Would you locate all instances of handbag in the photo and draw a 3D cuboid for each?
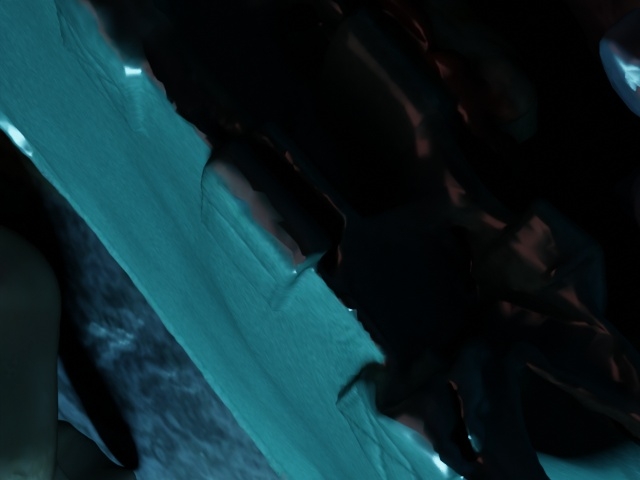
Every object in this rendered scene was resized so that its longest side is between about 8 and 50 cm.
[{"bbox_3d":[0.004,-0.002,0.522,0.269,0.100,0.274,52,166,9],"label":"handbag"}]

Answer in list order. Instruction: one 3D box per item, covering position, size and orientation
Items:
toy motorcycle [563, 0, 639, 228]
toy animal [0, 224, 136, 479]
[{"bbox_3d":[0.194,0.045,0.307,0.416,0.172,0.232,36,160,41],"label":"toy motorcycle"},{"bbox_3d":[-0.262,0.076,0.896,0.269,0.237,0.326,62,153,2],"label":"toy animal"}]
